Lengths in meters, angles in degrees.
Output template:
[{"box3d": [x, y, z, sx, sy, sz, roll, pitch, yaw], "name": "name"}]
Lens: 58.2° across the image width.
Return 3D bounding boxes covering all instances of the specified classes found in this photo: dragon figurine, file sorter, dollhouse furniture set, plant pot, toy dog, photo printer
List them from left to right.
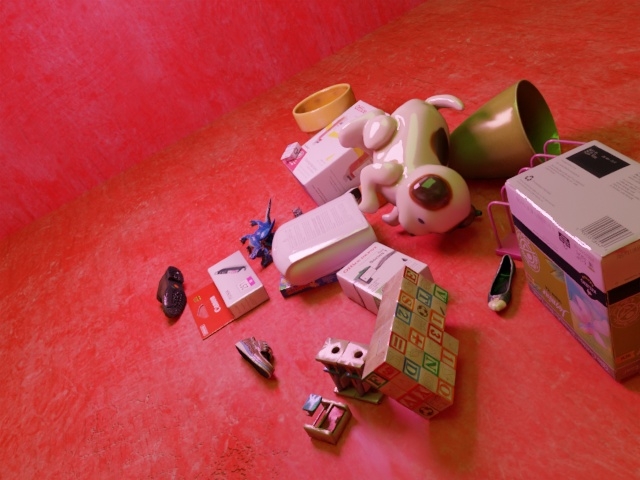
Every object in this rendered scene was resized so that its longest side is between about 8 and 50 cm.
[{"box3d": [-0.184, -0.024, 1.989, 0.143, 0.085, 0.289, 1, 45, 34], "name": "dragon figurine"}, {"box3d": [0.000, 0.000, 1.733, 0.307, 0.107, 0.256, -26, 32, 2], "name": "photo printer"}, {"box3d": [0.050, -0.462, 2.300, 0.253, 0.239, 0.254, -22, 26, 12], "name": "plant pot"}, {"box3d": [0.046, 0.333, 1.264, 0.128, 0.129, 0.184, 2, 41, 38], "name": "dollhouse furniture set"}, {"box3d": [0.291, -0.187, 1.658, 0.395, 0.284, 0.408, -29, 51, 17], "name": "toy dog"}, {"box3d": [0.525, -0.297, 1.742, 0.293, 0.275, 0.275, -19, 29, 41], "name": "plant pot"}, {"box3d": [0.588, -0.100, 1.448, 0.290, 0.182, 0.202, -43, 35, -24], "name": "file sorter"}]

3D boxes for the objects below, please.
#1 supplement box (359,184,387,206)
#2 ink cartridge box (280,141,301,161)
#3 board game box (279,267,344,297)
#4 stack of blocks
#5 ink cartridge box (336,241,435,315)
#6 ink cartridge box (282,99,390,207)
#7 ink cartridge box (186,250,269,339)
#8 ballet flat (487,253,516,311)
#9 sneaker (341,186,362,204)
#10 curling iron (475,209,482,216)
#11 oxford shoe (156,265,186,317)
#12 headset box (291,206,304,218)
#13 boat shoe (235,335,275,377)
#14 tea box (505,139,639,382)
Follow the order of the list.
[{"box3d": [0.247, -0.211, 1.958, 0.233, 0.080, 0.078, -40, 31, -15], "name": "supplement box"}, {"box3d": [-0.109, -0.321, 2.119, 0.048, 0.028, 0.083, -14, 38, 37], "name": "ink cartridge box"}, {"box3d": [-0.025, 0.092, 1.755, 0.201, 0.035, 0.136, -19, 33, 12], "name": "board game box"}, {"box3d": [0.210, 0.214, 1.264, 0.087, 0.171, 0.297, -50, 12, 40], "name": "stack of blocks"}, {"box3d": [0.171, 0.109, 1.534, 0.160, 0.093, 0.219, -38, 34, -19], "name": "ink cartridge box"}, {"box3d": [0.087, -0.312, 2.087, 0.384, 0.160, 0.279, -38, 31, 0], "name": "ink cartridge box"}, {"box3d": [-0.315, 0.165, 1.840, 0.238, 0.060, 0.275, -31, 32, -9], "name": "ink cartridge box"}, {"box3d": [0.435, 0.104, 1.390, 0.057, 0.049, 0.173, -5, 38, 32], "name": "ballet flat"}, {"box3d": [0.066, -0.124, 1.970, 0.178, 0.072, 0.077, -40, 32, -23], "name": "sneaker"}, {"box3d": [0.358, -0.081, 1.731, 0.273, 0.035, 0.068, 4, 52, 38], "name": "curling iron"}, {"box3d": [-0.509, 0.192, 1.943, 0.096, 0.082, 0.227, -46, 31, 19], "name": "oxford shoe"}, {"box3d": [-0.068, -0.075, 2.004, 0.032, 0.062, 0.083, -27, 31, -2], "name": "headset box"}, {"box3d": [-0.164, 0.299, 1.527, 0.066, 0.066, 0.183, -37, 33, -19], "name": "boat shoe"}, {"box3d": [0.566, 0.031, 1.139, 0.219, 0.324, 0.329, -25, 31, 1], "name": "tea box"}]
